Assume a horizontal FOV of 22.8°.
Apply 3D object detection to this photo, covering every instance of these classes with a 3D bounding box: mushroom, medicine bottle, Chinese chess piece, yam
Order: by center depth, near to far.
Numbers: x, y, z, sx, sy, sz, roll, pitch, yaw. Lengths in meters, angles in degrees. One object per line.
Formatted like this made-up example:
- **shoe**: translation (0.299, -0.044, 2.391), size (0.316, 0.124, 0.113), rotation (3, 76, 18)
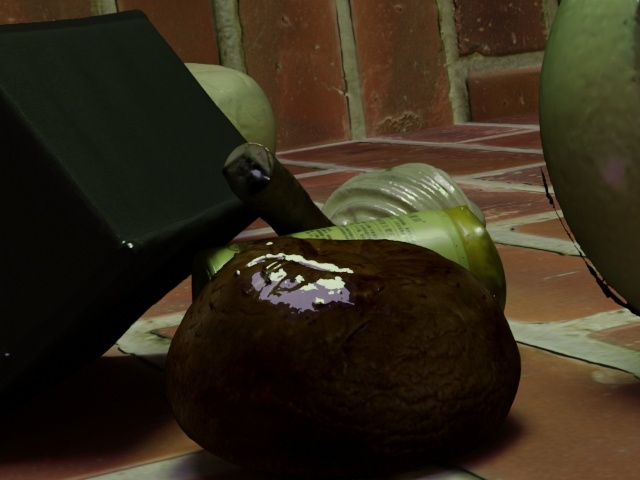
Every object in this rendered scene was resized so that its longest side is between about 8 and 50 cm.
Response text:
- **mushroom**: translation (0.017, 0.065, 1.020), size (0.231, 0.138, 0.194), rotation (-10, 9, -22)
- **Chinese chess piece**: translation (0.319, -0.088, 1.109), size (0.349, 0.349, 0.146), rotation (-10, -7, -23)
- **medicine bottle**: translation (0.026, 0.045, 1.223), size (0.239, 0.124, 0.124), rotation (-8, 8, -13)
- **yam**: translation (0.000, 0.000, 1.314), size (0.045, 0.045, 0.327), rotation (12, -14, 24)

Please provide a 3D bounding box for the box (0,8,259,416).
- **box**: translation (-0.219, -0.018, 1.224), size (0.251, 0.204, 0.345), rotation (-41, -3, 18)

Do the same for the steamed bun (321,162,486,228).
- **steamed bun**: translation (0.082, -0.026, 1.710), size (0.183, 0.106, 0.183), rotation (-7, 6, 1)

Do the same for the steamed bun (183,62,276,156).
- **steamed bun**: translation (-0.208, -0.085, 1.918), size (0.312, 0.233, 0.334), rotation (-6, 17, -9)
